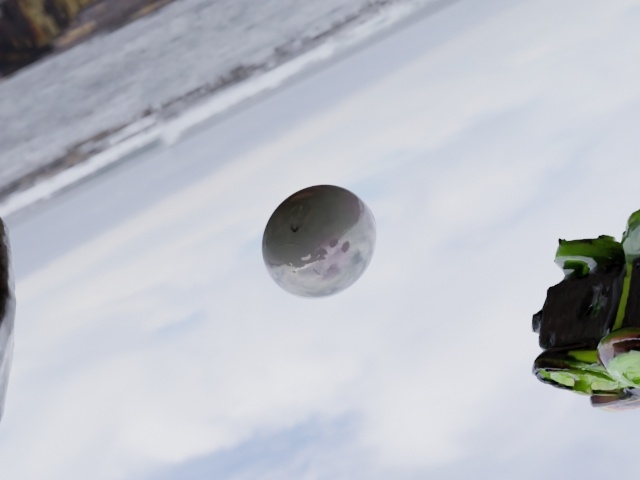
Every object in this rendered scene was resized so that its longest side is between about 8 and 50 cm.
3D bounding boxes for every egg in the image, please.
[{"bbox_3d":[0.000,0.000,1.157,0.103,0.103,0.135,-23,-168,31],"label":"egg"}]

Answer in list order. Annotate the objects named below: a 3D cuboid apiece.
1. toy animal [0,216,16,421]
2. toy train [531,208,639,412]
[{"bbox_3d":[-0.199,-0.043,0.465,0.284,0.225,0.302,12,-149,6],"label":"toy animal"},{"bbox_3d":[0.228,0.038,0.654,0.161,0.100,0.296,16,163,-15],"label":"toy train"}]
